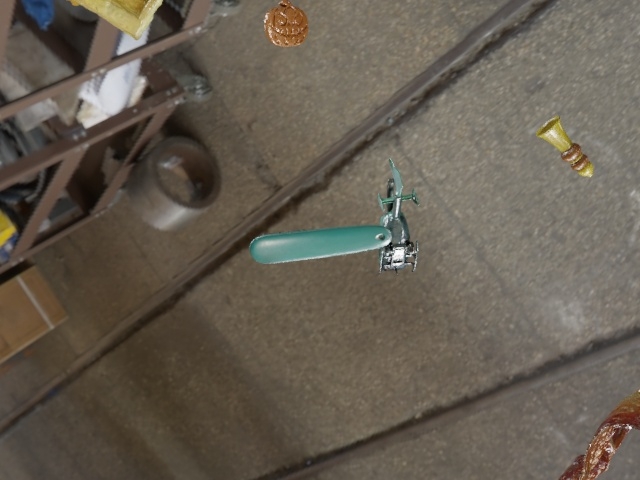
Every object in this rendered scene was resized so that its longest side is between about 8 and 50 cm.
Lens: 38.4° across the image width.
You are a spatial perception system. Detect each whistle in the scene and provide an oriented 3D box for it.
[{"bbox_3d":[0.383,-0.141,1.441,0.109,0.046,0.057,47,161,-17],"label":"whistle"}]

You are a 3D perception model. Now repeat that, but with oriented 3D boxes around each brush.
[{"bbox_3d":[0.000,0.000,1.249,0.194,0.032,0.043,-7,112,3],"label":"brush"}]

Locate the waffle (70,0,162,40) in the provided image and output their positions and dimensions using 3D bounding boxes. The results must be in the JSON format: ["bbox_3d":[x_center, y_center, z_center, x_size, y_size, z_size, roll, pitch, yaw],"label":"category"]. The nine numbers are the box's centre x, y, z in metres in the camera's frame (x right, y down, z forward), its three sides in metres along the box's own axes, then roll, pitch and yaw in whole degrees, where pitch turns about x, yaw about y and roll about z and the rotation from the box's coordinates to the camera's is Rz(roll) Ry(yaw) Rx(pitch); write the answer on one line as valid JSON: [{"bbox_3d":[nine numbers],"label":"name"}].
[{"bbox_3d":[-0.253,-0.430,1.260,0.168,0.057,0.274,33,93,-10],"label":"waffle"}]

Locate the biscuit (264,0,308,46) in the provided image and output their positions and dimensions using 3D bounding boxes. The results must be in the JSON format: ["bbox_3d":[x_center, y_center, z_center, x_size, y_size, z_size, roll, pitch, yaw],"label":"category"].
[{"bbox_3d":[-0.057,-0.368,1.560,0.015,0.091,0.078,12,112,47],"label":"biscuit"}]

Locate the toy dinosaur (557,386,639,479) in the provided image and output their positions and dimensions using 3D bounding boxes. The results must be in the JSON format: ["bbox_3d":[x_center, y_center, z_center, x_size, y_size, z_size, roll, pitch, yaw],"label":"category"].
[{"bbox_3d":[0.366,0.311,1.166,0.113,0.207,0.327,41,119,20],"label":"toy dinosaur"}]

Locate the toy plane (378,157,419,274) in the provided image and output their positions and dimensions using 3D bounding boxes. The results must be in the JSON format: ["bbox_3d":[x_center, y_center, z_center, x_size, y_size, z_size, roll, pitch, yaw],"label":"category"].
[{"bbox_3d":[0.118,-0.021,1.451,0.060,0.096,0.235,-5,142,-4],"label":"toy plane"}]
